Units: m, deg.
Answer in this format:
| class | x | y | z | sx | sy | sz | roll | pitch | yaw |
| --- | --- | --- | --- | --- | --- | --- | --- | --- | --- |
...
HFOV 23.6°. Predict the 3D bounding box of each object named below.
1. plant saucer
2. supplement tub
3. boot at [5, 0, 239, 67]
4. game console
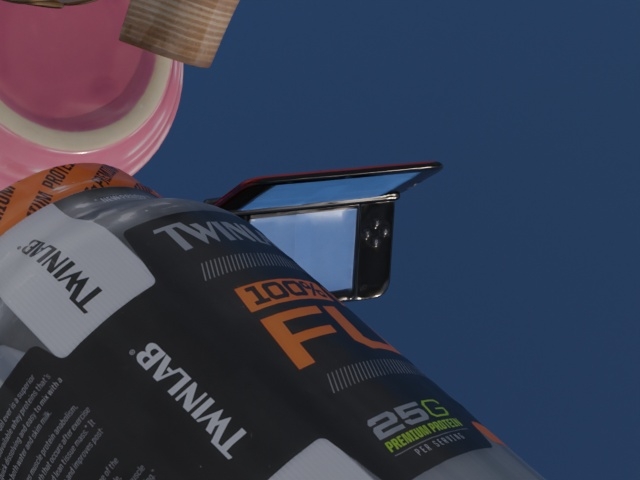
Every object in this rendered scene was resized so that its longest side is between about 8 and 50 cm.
| class | x | y | z | sx | sy | sz | roll | pitch | yaw |
| --- | --- | --- | --- | --- | --- | --- | --- | --- | --- |
| plant saucer | -0.280 | -0.205 | 1.573 | 0.332 | 0.084 | 0.332 | 7 | -103 | -33 |
| supplement tub | -0.039 | 0.111 | 0.674 | 0.193 | 0.193 | 0.316 | -40 | -121 | -17 |
| boot | -0.118 | -0.192 | 0.809 | 0.197 | 0.073 | 0.152 | 19 | -80 | 4 |
| game console | 0.000 | 0.000 | 1.030 | 0.144 | 0.124 | 0.085 | -6 | -159 | -23 |
